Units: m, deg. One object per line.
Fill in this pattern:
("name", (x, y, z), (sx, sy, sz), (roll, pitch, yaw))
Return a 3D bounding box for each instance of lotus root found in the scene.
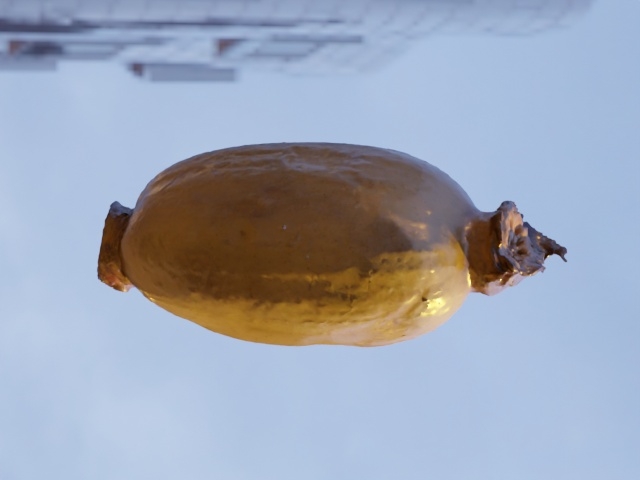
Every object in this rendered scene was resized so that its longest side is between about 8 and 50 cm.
("lotus root", (0.000, 0.000, 0.615), (0.150, 0.073, 0.062), (1, -79, 13))
